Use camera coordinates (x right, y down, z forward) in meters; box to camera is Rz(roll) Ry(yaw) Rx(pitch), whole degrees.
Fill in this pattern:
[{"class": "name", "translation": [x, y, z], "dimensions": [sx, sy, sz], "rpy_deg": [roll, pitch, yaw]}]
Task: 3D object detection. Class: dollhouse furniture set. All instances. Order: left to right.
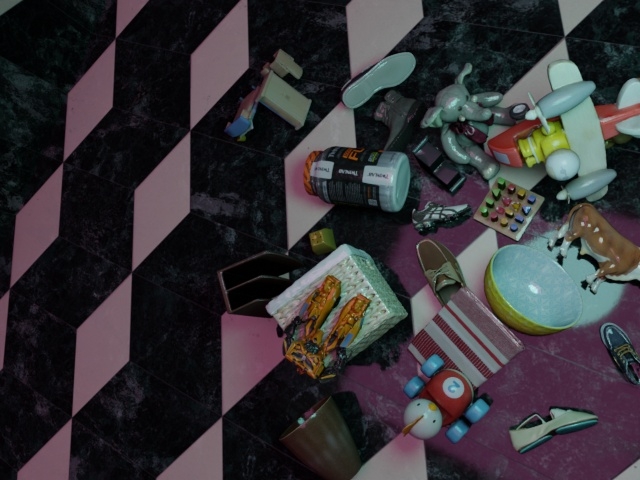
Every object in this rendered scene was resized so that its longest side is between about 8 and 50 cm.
[{"class": "dollhouse furniture set", "translation": [-0.205, -0.541, 2.001], "dimensions": [0.303, 0.198, 0.286], "rpy_deg": [-22, 45, 48]}]

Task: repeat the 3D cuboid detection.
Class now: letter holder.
[{"class": "letter holder", "translation": [-0.172, 0.156, 1.710], "dimensions": [0.214, 0.302, 0.152], "rpy_deg": [-24, 71, 16]}]

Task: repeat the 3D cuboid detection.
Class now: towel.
[{"class": "towel", "translation": [0.424, 0.322, 1.497], "dimensions": [0.237, 0.037, 0.329], "rpy_deg": [50, 132, 22]}]

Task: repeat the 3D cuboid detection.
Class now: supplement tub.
[{"class": "supplement tub", "translation": [0.125, -0.217, 1.720], "dimensions": [0.338, 0.207, 0.207], "rpy_deg": [9, 83, 23]}]

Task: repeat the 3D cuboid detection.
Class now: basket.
[{"class": "basket", "translation": [0.071, 0.220, 1.592], "dimensions": [0.331, 0.328, 0.266], "rpy_deg": [-40, 72, 9]}]

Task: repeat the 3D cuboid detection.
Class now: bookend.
[{"class": "bookend", "translation": [0.396, -0.251, 1.644], "dimensions": [0.072, 0.157, 0.156], "rpy_deg": [-47, 66, 7]}]

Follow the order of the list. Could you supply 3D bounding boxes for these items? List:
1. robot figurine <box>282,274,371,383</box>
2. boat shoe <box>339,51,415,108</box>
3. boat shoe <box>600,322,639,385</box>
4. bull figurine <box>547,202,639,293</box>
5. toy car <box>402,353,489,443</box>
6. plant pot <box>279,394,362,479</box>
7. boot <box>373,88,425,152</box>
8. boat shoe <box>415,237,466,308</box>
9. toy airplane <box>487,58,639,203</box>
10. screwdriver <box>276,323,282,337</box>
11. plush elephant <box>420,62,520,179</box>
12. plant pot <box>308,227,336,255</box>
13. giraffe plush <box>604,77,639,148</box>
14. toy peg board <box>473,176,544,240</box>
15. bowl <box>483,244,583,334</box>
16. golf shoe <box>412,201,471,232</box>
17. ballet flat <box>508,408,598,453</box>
[{"class": "robot figurine", "translation": [0.007, 0.254, 1.393], "dimensions": [0.211, 0.085, 0.291], "rpy_deg": [31, 94, 20]}, {"class": "boat shoe", "translation": [0.203, -0.600, 1.825], "dimensions": [0.303, 0.114, 0.091], "rpy_deg": [-28, 30, 2]}, {"class": "boat shoe", "translation": [0.851, 0.315, 1.381], "dimensions": [0.065, 0.083, 0.183], "rpy_deg": [-27, 70, 15]}, {"class": "bull figurine", "translation": [0.826, 0.038, 1.440], "dimensions": [0.188, 0.101, 0.310], "rpy_deg": [-42, 68, 11]}, {"class": "toy car", "translation": [0.325, 0.496, 1.448], "dimensions": [0.219, 0.238, 0.210], "rpy_deg": [44, 125, 25]}, {"class": "plant pot", "translation": [0.021, 0.662, 1.596], "dimensions": [0.215, 0.215, 0.230], "rpy_deg": [-41, 81, 10]}, {"class": "boot", "translation": [0.256, -0.419, 1.789], "dimensions": [0.161, 0.083, 0.246], "rpy_deg": [28, 85, 31]}, {"class": "boat shoe", "translation": [0.403, 0.127, 1.584], "dimensions": [0.123, 0.116, 0.324], "rpy_deg": [-33, 69, 13]}, {"class": "toy airplane", "translation": [0.705, -0.275, 1.365], "dimensions": [0.386, 0.384, 0.272], "rpy_deg": [24, 59, 1]}, {"class": "screwdriver", "translation": [-0.148, 0.288, 1.766], "dimensions": [0.024, 0.169, 0.025], "rpy_deg": [12, 40, 12]}, {"class": "plush elephant", "translation": [0.466, -0.403, 1.592], "dimensions": [0.330, 0.255, 0.271], "rpy_deg": [32, 92, 25]}, {"class": "plant pot", "translation": [0.000, 0.000, 1.793], "dimensions": [0.081, 0.083, 0.081], "rpy_deg": [-18, 74, 18]}, {"class": "giraffe plush", "translation": [0.900, -0.355, 1.453], "dimensions": [0.170, 0.210, 0.181], "rpy_deg": [-33, 93, 18]}, {"class": "toy peg board", "translation": [0.596, -0.109, 1.576], "dimensions": [0.161, 0.079, 0.161], "rpy_deg": [32, 93, 25]}, {"class": "bowl", "translation": [0.592, 0.169, 1.460], "dimensions": [0.289, 0.289, 0.156], "rpy_deg": [52, 143, 22]}, {"class": "golf shoe", "translation": [0.399, -0.098, 1.656], "dimensions": [0.198, 0.077, 0.093], "rpy_deg": [-19, 72, 16]}, {"class": "ballet flat", "translation": [0.659, 0.530, 1.423], "dimensions": [0.248, 0.086, 0.086], "rpy_deg": [-30, 70, 15]}]
